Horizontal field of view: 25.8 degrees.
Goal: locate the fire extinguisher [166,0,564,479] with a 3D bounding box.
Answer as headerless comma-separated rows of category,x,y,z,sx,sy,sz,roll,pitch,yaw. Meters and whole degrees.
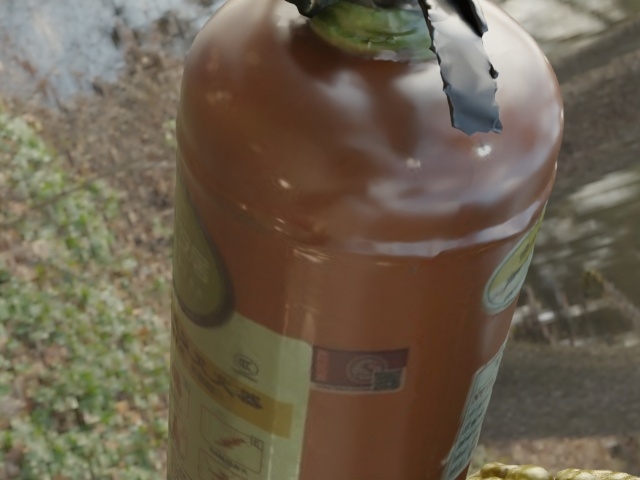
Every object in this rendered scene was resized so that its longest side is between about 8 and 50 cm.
fire extinguisher,-0.009,0.004,0.484,0.200,0.113,0.376,52,-33,37

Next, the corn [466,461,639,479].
corn,0.142,0.155,0.468,0.322,0.119,0.119,15,-48,64
